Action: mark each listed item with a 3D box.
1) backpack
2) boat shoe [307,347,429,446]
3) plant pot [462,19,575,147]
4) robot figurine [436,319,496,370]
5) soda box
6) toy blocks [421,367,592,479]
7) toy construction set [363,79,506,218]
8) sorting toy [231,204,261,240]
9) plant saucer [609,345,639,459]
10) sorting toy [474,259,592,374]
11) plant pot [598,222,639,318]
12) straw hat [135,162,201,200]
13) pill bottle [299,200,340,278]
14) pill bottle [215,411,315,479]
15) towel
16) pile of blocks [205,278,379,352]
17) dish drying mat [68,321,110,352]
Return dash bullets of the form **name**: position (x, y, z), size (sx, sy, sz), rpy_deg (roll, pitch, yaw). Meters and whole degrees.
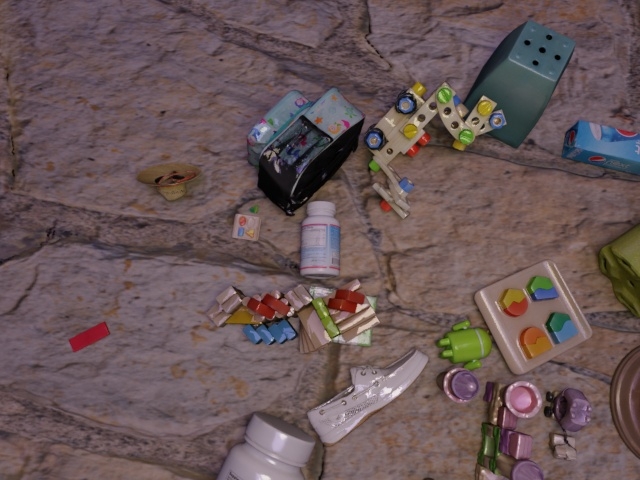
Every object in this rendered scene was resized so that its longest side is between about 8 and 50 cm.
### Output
- **backpack**: position (-0.030, -0.205, 1.063), size (0.253, 0.225, 0.191), rpy_deg (-42, 86, -13)
- **boat shoe**: position (0.094, 0.297, 1.015), size (0.277, 0.098, 0.096), rpy_deg (-37, 81, -7)
- **plant pot**: position (0.437, -0.351, 1.093), size (0.166, 0.234, 0.165), rpy_deg (29, 78, 6)
- **robot figurine**: position (0.306, 0.221, 1.050), size (0.115, 0.067, 0.101), rpy_deg (-10, 66, -3)
- **soda box**: position (0.678, -0.210, 1.150), size (0.210, 0.067, 0.071), rpy_deg (14, 78, 2)
- **toy blocks**: position (0.364, 0.397, 0.914), size (0.309, 0.260, 0.288), rpy_deg (12, 77, 2)
- **toy construction set**: position (0.223, -0.215, 1.099), size (0.215, 0.151, 0.327), rpy_deg (41, 101, -7)
- **sorting toy**: position (-0.166, -0.043, 1.131), size (0.062, 0.012, 0.083), rpy_deg (7, 78, 1)
- **plant saucer**: position (0.751, 0.347, 1.042), size (0.278, 0.041, 0.277), rpy_deg (0, 77, -2)
- **sorting toy**: position (0.460, 0.159, 1.069), size (0.208, 0.038, 0.192), rpy_deg (-22, 79, -14)
- **plant pot**: position (0.738, 0.034, 1.017), size (0.254, 0.276, 0.276), rpy_deg (-28, 79, 6)
- **straw hat**: position (-0.335, -0.123, 1.120), size (0.145, 0.144, 0.061), rpy_deg (-3, 120, -1)
- **pill bottle**: position (0.000, 0.000, 1.086), size (0.087, 0.087, 0.160), rpy_deg (2, 77, 0)
- **pill bottle**: position (-0.126, 0.486, 0.939), size (0.161, 0.160, 0.282), rpy_deg (24, 78, 5)
- **towel**: position (0.041, 0.166, 1.086), size (0.152, 0.023, 0.113), rpy_deg (10, 80, -1)
- **pile of blocks**: position (-0.062, 0.158, 1.018), size (0.363, 0.112, 0.148), rpy_deg (-5, 78, 5)
- **dish drying mat**: position (-0.498, 0.208, 1.075), size (0.083, 0.008, 0.032), rpy_deg (-28, 78, -5)
